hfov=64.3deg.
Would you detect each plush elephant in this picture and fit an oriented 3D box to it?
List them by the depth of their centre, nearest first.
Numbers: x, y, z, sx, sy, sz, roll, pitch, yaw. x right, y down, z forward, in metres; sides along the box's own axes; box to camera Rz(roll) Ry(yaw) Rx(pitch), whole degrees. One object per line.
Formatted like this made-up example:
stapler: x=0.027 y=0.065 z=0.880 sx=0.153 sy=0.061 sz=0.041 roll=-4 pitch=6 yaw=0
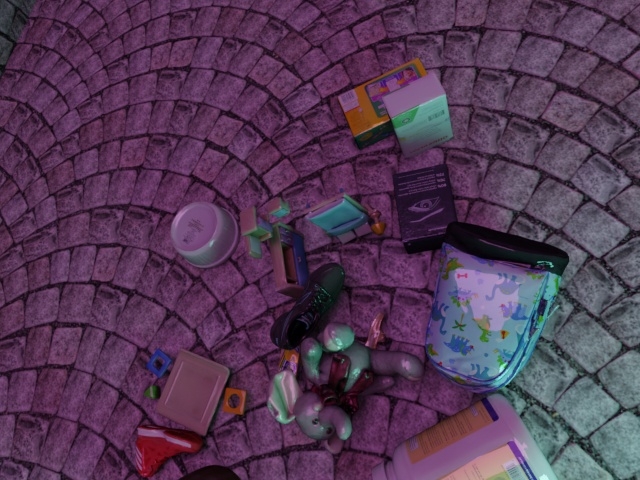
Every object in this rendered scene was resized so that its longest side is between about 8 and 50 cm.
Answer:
plush elephant: x=0.029 y=0.362 z=1.210 sx=0.330 sy=0.271 sz=0.256 roll=-19 pitch=47 yaw=54

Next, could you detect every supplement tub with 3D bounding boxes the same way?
supplement tub: x=0.302 y=0.503 z=1.078 sx=0.331 sy=0.241 sz=0.241 roll=-31 pitch=63 yaw=6

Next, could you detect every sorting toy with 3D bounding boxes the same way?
sorting toy: x=-0.355 y=0.427 z=1.444 sx=0.347 sy=0.047 sz=0.196 roll=15 pitch=80 yaw=24

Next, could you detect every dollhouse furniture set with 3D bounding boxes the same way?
dollhouse furniture set: x=0.000 y=0.000 z=1.347 sx=0.303 sy=0.286 sz=0.198 roll=-22 pitch=64 yaw=22

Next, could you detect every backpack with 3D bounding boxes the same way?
backpack: x=0.377 y=0.166 z=1.176 sx=0.290 sy=0.273 sz=0.356 roll=19 pitch=108 yaw=21

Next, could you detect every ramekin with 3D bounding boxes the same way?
ramekin: x=-0.366 y=-0.025 z=1.582 sx=0.207 sy=0.109 sz=0.207 roll=-6 pitch=69 yaw=16

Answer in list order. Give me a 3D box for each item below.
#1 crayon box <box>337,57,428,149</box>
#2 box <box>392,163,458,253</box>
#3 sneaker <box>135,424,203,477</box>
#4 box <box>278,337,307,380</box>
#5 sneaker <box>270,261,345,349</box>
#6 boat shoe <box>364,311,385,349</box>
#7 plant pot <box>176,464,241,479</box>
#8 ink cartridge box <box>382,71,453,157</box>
crayon box: x=0.208 y=-0.414 z=1.546 sx=0.278 sy=0.081 sz=0.166 roll=-23 pitch=65 yaw=9
box: x=0.287 y=-0.083 z=1.379 sx=0.153 sy=0.108 sz=0.207 roll=-10 pitch=68 yaw=15
sneaker: x=-0.418 y=0.586 z=1.395 sx=0.221 sy=0.087 sz=0.128 roll=0 pitch=78 yaw=32
box: x=-0.072 y=0.292 z=1.387 sx=0.054 sy=0.059 sz=0.169 roll=1 pitch=71 yaw=17
sneaker: x=-0.017 y=0.173 z=1.299 sx=0.101 sy=0.106 sz=0.267 roll=40 pitch=81 yaw=-15
boat shoe: x=0.148 y=0.256 z=1.335 sx=0.045 sy=0.050 sz=0.136 roll=18 pitch=87 yaw=21
plant pot: x=-0.318 y=0.668 z=1.234 sx=0.215 sy=0.230 sz=0.216 roll=-6 pitch=69 yaw=16
ink cartridge box: x=0.275 y=-0.343 z=1.424 sx=0.154 sy=0.212 sz=0.093 roll=-24 pitch=61 yaw=10
